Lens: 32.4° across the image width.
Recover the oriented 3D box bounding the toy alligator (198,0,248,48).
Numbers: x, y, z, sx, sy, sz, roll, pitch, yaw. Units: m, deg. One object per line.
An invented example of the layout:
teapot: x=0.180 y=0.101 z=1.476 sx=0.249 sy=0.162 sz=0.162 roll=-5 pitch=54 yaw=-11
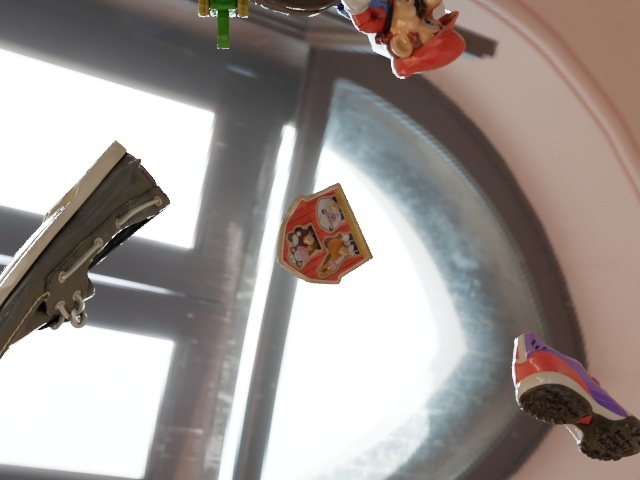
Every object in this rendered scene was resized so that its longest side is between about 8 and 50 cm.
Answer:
toy alligator: x=-0.110 y=-0.313 z=1.235 sx=0.051 sy=0.056 sz=0.189 roll=-104 pitch=-167 yaw=-70

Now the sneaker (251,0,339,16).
sneaker: x=-0.059 y=-0.341 z=1.074 sx=0.140 sy=0.341 sz=0.125 roll=4 pitch=-115 yaw=40

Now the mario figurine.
mario figurine: x=0.106 y=-0.403 z=1.783 sx=0.198 sy=0.320 sz=0.170 roll=-61 pitch=-171 yaw=-23

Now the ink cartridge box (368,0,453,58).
ink cartridge box: x=0.160 y=-0.400 z=1.974 sx=0.092 sy=0.143 sz=0.090 roll=42 pitch=-25 yaw=63

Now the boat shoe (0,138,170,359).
boat shoe: x=-0.257 y=0.036 z=1.097 sx=0.116 sy=0.099 sz=0.319 roll=-29 pitch=-155 yaw=52

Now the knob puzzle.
knob puzzle: x=0.000 y=0.000 z=2.136 sx=0.030 sy=0.213 sz=0.213 roll=-6 pitch=-107 yaw=61

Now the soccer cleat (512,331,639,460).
soccer cleat: x=0.404 y=0.245 z=1.692 sx=0.108 sy=0.318 sz=0.116 roll=-33 pitch=-137 yaw=29
